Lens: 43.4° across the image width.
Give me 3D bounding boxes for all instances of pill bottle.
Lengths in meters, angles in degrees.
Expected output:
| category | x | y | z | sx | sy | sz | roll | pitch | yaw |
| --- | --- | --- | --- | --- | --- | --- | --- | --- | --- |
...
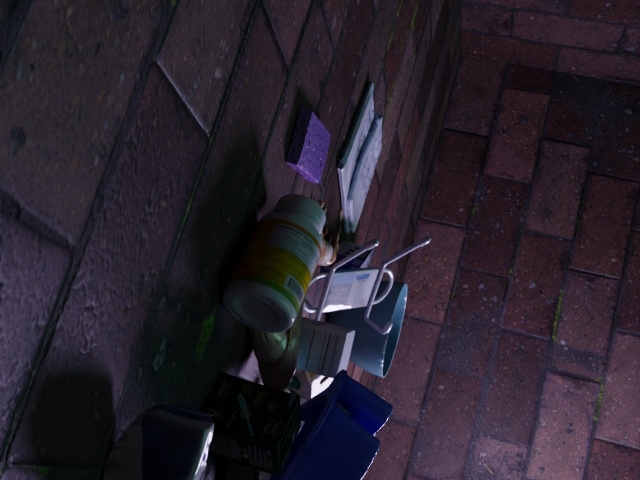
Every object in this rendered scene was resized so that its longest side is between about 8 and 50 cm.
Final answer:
| category | x | y | z | sx | sy | sz | roll | pitch | yaw |
| --- | --- | --- | --- | --- | --- | --- | --- | --- | --- |
| pill bottle | -0.075 | 0.035 | 1.482 | 0.136 | 0.136 | 0.245 | 87 | 21 | -51 |

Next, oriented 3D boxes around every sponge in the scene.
| category | x | y | z | sx | sy | sz | roll | pitch | yaw |
| --- | --- | --- | --- | --- | --- | --- | --- | --- | --- |
| sponge | -0.022 | -0.197 | 1.713 | 0.210 | 0.031 | 0.117 | 30 | 73 | -77 |

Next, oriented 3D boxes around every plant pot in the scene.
| category | x | y | z | sx | sy | sz | roll | pitch | yaw |
| --- | --- | --- | --- | --- | --- | --- | --- | --- | --- |
| plant pot | 0.132 | 0.248 | 2.425 | 0.290 | 0.195 | 0.290 | 12 | 90 | -77 |

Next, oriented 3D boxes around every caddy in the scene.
| category | x | y | z | sx | sy | sz | roll | pitch | yaw |
| --- | --- | --- | --- | --- | --- | --- | --- | --- | --- |
| caddy | -0.002 | 0.418 | 1.639 | 0.341 | 0.179 | 0.241 | -60 | 178 | 32 |

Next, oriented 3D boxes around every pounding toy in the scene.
| category | x | y | z | sx | sy | sz | roll | pitch | yaw |
| --- | --- | --- | --- | --- | --- | --- | --- | --- | --- |
| pounding toy | -0.029 | 0.306 | 1.906 | 0.141 | 0.130 | 0.100 | -32 | 138 | -40 |

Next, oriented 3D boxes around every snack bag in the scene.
| category | x | y | z | sx | sy | sz | roll | pitch | yaw |
| --- | --- | --- | --- | --- | --- | --- | --- | --- | --- |
| snack bag | 0.116 | -0.232 | 2.250 | 0.342 | 0.037 | 0.323 | 80 | 26 | -59 |

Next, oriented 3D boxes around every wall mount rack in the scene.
| category | x | y | z | sx | sy | sz | roll | pitch | yaw |
| --- | --- | --- | --- | --- | --- | --- | --- | --- | --- |
| wall mount rack | 0.123 | 0.105 | 2.049 | 0.350 | 0.130 | 0.304 | -3 | 119 | -46 |

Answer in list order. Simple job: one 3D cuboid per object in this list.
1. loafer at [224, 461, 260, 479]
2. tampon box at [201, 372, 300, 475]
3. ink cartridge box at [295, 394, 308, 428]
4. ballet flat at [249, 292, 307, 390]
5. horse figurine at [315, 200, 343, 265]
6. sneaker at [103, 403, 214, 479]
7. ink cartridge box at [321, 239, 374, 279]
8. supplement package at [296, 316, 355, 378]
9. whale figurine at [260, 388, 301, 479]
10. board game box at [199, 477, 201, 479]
| category | x | y | z | sx | sy | sz | roll | pitch | yaw |
| --- | --- | --- | --- | --- | --- | --- | --- | --- | --- |
| loafer | -0.140 | 0.448 | 1.712 | 0.094 | 0.087 | 0.251 | -17 | 119 | -75 |
| tampon box | -0.130 | 0.339 | 1.485 | 0.120 | 0.161 | 0.101 | -62 | 161 | -45 |
| ink cartridge box | -0.054 | 0.487 | 2.116 | 0.203 | 0.086 | 0.148 | 54 | 50 | -74 |
| ballet flat | -0.093 | 0.155 | 1.655 | 0.106 | 0.108 | 0.316 | 17 | 80 | -57 |
| horse figurine | 0.000 | 0.000 | 1.923 | 0.263 | 0.066 | 0.174 | 16 | 83 | -75 |
| sneaker | -0.241 | 0.381 | 1.190 | 0.182 | 0.127 | 0.315 | -15 | 124 | -79 |
| ink cartridge box | 0.076 | 0.060 | 2.226 | 0.207 | 0.097 | 0.046 | -48 | 150 | -65 |
| supplement package | -0.027 | 0.228 | 1.771 | 0.105 | 0.179 | 0.105 | 12 | 91 | -78 |
| whale figurine | -0.104 | 0.474 | 1.846 | 0.216 | 0.141 | 0.272 | -24 | 107 | -38 |
| board game box | -0.256 | 0.497 | 1.409 | 0.154 | 0.026 | 0.103 | -44 | 144 | -67 |
